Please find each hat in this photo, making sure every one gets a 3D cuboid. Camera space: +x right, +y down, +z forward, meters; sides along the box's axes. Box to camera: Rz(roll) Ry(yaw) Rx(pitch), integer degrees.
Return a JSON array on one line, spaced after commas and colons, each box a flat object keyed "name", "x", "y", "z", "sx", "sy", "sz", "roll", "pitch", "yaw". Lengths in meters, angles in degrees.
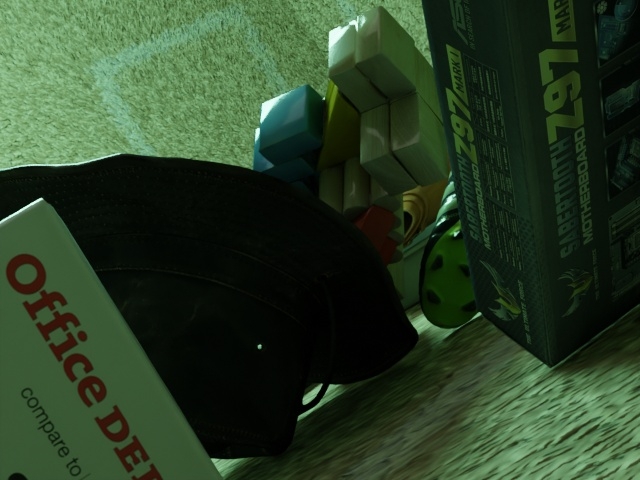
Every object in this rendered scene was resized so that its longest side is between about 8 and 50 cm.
[{"name": "hat", "x": -0.098, "y": 0.077, "z": 0.804, "sx": 0.331, "sy": 0.331, "sz": 0.134, "roll": -32, "pitch": 39, "yaw": 55}]

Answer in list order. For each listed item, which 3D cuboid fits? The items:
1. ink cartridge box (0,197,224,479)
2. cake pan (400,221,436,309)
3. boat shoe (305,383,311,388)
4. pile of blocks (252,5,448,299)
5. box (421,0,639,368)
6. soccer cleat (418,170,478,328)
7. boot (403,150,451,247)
[{"name": "ink cartridge box", "x": -0.195, "y": 0.135, "z": 0.573, "sx": 0.278, "sy": 0.201, "sz": 0.117, "roll": -32, "pitch": 1, "yaw": -13}, {"name": "cake pan", "x": 0.095, "y": 0.032, "z": 1.334, "sx": 0.293, "sy": 0.054, "sz": 0.293, "roll": -33, "pitch": 0, "yaw": 0}, {"name": "boat shoe", "x": -0.039, "y": 0.129, "z": 1.082, "sx": 0.046, "sy": 0.038, "sz": 0.125, "roll": 19, "pitch": 40, "yaw": 31}, {"name": "pile of blocks", "x": 0.000, "y": 0.000, "z": 0.865, "sx": 0.149, "sy": 0.112, "sz": 0.362, "roll": 3, "pitch": -35, "yaw": -3}, {"name": "box", "x": 0.142, "y": -0.078, "z": 0.545, "sx": 0.183, "sy": 0.232, "sz": 0.059, "roll": -33, "pitch": 43, "yaw": -18}, {"name": "soccer cleat", "x": 0.114, "y": -0.023, "z": 0.888, "sx": 0.072, "sy": 0.060, "sz": 0.178, "roll": -67, "pitch": -8, "yaw": -84}, {"name": "boot", "x": 0.099, "y": -0.040, "z": 1.200, "sx": 0.197, "sy": 0.073, "sz": 0.152, "roll": -44, "pitch": -3, "yaw": 14}]
